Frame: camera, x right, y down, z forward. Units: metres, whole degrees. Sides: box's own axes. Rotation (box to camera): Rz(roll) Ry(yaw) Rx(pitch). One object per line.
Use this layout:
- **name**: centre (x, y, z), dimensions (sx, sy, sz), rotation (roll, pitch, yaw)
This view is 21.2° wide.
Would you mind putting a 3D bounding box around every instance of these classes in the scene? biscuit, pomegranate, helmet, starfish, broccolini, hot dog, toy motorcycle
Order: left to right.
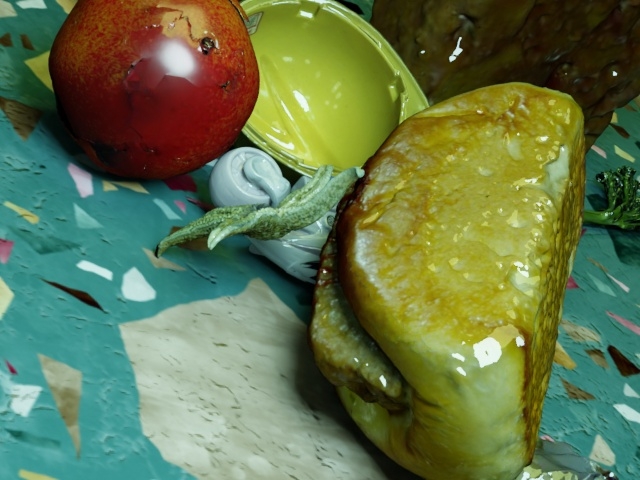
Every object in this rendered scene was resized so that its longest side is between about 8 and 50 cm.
- **pomegranate**: centre (-0.164, -0.167, 1.651), dimensions (0.210, 0.210, 0.235), rotation (13, 16, -31)
- **starfish**: centre (-0.052, -0.023, 1.547), dimensions (0.217, 0.223, 0.050), rotation (-21, 89, -58)
- **helmet**: centre (-0.015, -0.132, 1.819), dimensions (0.257, 0.140, 0.205), rotation (44, 61, 5)
- **toy motorcycle**: centre (0.000, 0.000, 1.678), dimensions (0.254, 0.112, 0.112), rotation (30, 27, -10)
- **hot dog**: centre (0.108, 0.028, 1.531), dimensions (0.223, 0.185, 0.405), rotation (4, 44, 17)
- **biscuit**: centre (0.261, -0.271, 2.111), dimensions (0.395, 0.342, 0.166), rotation (7, 42, -43)
- **broccolini**: centre (0.339, -0.063, 2.170), dimensions (0.271, 0.062, 0.123), rotation (8, 26, -34)

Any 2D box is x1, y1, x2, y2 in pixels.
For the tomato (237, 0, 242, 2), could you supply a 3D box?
- **tomato**: centre (-0.053, -0.347, 2.140), dimensions (0.187, 0.151, 0.187), rotation (-12, 33, 8)

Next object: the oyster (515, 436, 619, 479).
- **oyster**: centre (0.215, 0.229, 1.504), dimensions (0.233, 0.107, 0.161), rotation (42, 37, 24)
